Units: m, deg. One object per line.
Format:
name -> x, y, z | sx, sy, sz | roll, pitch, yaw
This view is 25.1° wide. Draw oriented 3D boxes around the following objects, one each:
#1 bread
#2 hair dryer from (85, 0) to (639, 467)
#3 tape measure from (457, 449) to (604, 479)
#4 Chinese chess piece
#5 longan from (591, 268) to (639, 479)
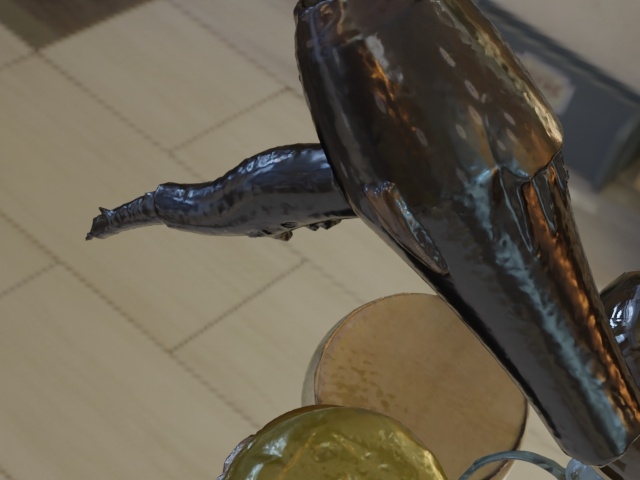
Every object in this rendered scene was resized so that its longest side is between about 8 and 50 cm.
bread -> 0.012, 0.161, 0.886 | 0.156, 0.086, 0.125 | 4, 76, -18
hair dryer -> 0.000, 0.000, 0.827 | 0.360, 0.303, 0.120 | -6, 36, 43
tape measure -> 0.235, 0.270, 1.363 | 0.084, 0.330, 0.164 | -3, 76, -53
Chinese chess piece -> 0.106, 0.184, 1.607 | 0.257, 0.104, 0.257 | 3, 67, -6
longan -> 0.275, 0.115, 1.112 | 0.198, 0.212, 0.198 | 1, 85, -10
